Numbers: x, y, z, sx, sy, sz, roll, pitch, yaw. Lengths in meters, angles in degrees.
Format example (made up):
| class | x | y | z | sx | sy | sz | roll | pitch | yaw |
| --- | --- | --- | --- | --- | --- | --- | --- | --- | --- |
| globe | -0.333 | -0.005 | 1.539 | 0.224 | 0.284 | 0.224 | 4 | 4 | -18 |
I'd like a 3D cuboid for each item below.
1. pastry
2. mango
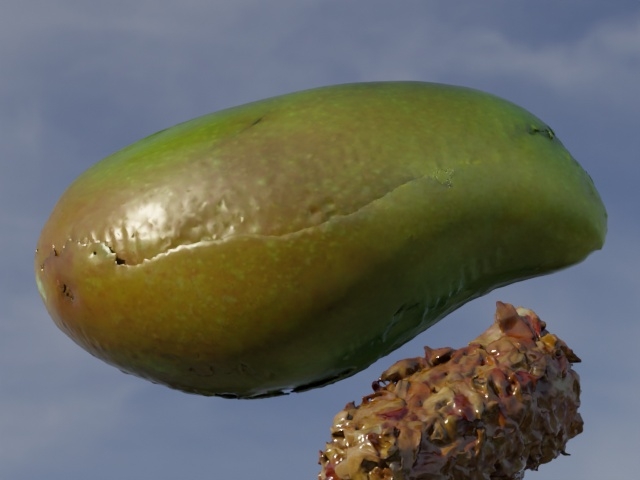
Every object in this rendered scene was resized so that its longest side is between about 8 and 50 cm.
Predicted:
| class | x | y | z | sx | sy | sz | roll | pitch | yaw |
| --- | --- | --- | --- | --- | --- | --- | --- | --- | --- |
| pastry | 0.078 | 0.097 | 0.850 | 0.169 | 0.087 | 0.063 | -28 | 25 | -32 |
| mango | 0.000 | 0.000 | 0.672 | 0.233 | 0.125 | 0.111 | -5 | -26 | 2 |
